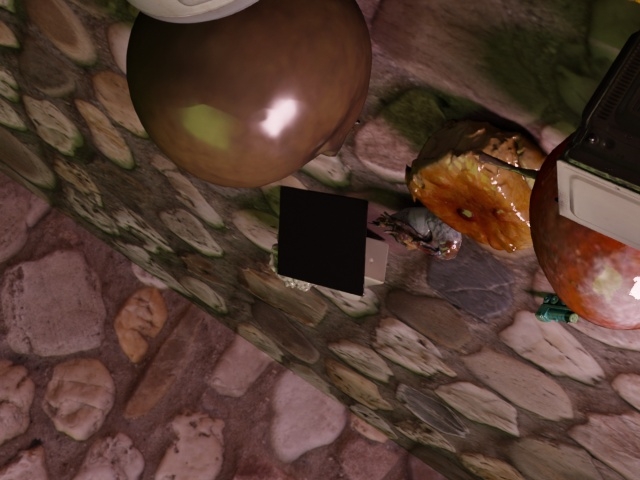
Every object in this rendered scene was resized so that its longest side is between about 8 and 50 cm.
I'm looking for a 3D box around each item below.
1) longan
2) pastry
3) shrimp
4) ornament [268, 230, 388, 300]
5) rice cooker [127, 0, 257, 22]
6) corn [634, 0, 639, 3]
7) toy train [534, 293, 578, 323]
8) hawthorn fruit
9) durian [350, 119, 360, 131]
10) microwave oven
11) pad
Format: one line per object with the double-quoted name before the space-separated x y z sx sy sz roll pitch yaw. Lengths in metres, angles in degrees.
"longan" -0.082 -0.209 1.460 0.319 0.319 0.319 31 162 11
"pastry" 0.216 -0.075 1.602 0.229 0.100 0.218 20 157 35
"shrimp" 0.147 -0.018 1.922 0.090 0.079 0.233 0 -173 -34
"ornament" 0.018 0.042 2.216 0.120 0.130 0.285 24 174 -39
"rice cooker" -0.151 -0.383 1.211 0.316 0.264 0.317 -4 145 -3
"corn" 0.297 -0.243 1.057 0.238 0.080 0.080 26 160 29
"toy train" 0.375 0.109 1.887 0.029 0.045 0.092 40 164 -24
"hawthorn fruit" 0.345 -0.033 1.315 0.235 0.263 0.231 5 149 -19
"durian" 0.015 -0.176 1.724 0.080 0.091 0.080 38 -175 -4
"microwave oven" 0.334 -0.103 1.144 0.163 0.205 0.129 26 161 22
"pad" 0.000 0.000 2.136 0.006 0.170 0.245 -4 -170 -39
